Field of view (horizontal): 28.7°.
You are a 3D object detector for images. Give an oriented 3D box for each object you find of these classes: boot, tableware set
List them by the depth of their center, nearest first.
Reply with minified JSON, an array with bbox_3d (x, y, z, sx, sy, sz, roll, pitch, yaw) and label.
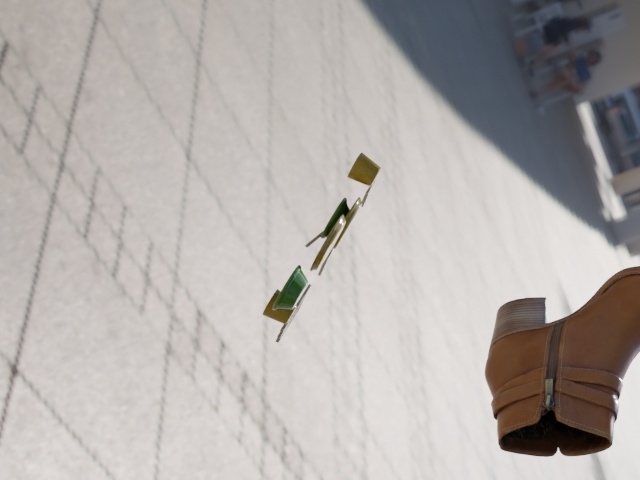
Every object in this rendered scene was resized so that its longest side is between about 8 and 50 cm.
[{"bbox_3d":[0.000,0.000,0.944,0.154,0.024,0.104,-57,176,-25],"label":"tableware set"},{"bbox_3d":[0.329,0.141,1.447,0.220,0.283,0.109,-79,158,-51],"label":"boot"}]
